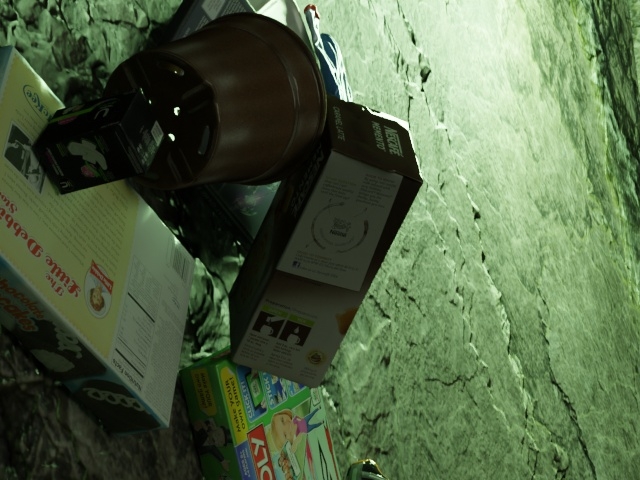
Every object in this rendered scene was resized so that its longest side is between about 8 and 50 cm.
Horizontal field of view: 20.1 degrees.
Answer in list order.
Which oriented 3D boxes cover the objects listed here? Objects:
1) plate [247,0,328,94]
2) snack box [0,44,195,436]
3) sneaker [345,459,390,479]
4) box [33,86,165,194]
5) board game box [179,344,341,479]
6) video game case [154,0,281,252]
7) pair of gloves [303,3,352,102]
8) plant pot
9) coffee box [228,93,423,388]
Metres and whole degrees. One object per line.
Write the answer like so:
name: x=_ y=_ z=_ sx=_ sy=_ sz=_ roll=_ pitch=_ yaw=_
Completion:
plate: x=-0.053 y=-0.156 z=1.987 sx=0.277 sy=0.045 sz=0.278 roll=-53 pitch=128 yaw=-57
snack box: x=-0.218 y=0.008 z=1.550 sx=0.322 sy=0.060 sz=0.187 roll=53 pitch=33 yaw=-44
sneaker: x=0.091 y=0.320 z=2.067 sx=0.215 sy=0.084 sz=0.083 roll=46 pitch=36 yaw=-49
box: x=-0.182 y=-0.082 z=1.492 sx=0.062 sy=0.083 sz=0.052 roll=-71 pitch=142 yaw=-53
board game box: x=-0.042 y=0.257 z=1.847 sx=0.213 sy=0.046 sz=0.317 roll=-26 pitch=104 yaw=-65
video game case: x=-0.078 y=-0.120 z=1.858 sx=0.274 sy=0.026 sz=0.196 roll=53 pitch=50 yaw=-36
pair of gloves: x=0.020 y=-0.183 z=2.104 sx=0.198 sy=0.023 sz=0.159 roll=45 pitch=28 yaw=-76
plant pot: x=-0.106 y=-0.120 z=1.650 sx=0.165 sy=0.167 sz=0.167 roll=-20 pitch=99 yaw=-60
coffee box: x=0.000 y=0.000 z=1.771 sx=0.098 sy=0.246 sz=0.141 roll=19 pitch=25 yaw=-15
